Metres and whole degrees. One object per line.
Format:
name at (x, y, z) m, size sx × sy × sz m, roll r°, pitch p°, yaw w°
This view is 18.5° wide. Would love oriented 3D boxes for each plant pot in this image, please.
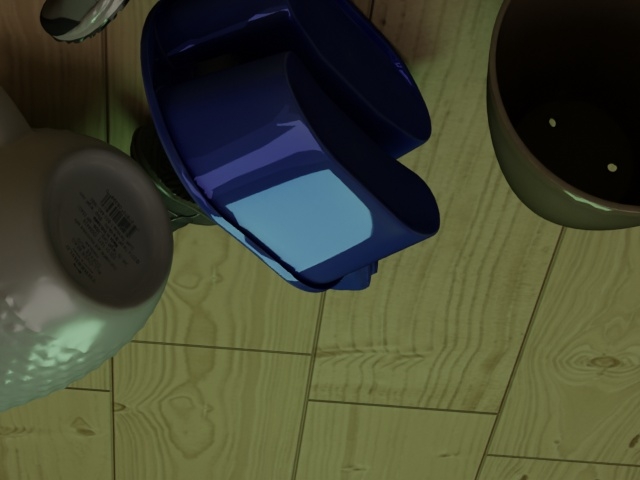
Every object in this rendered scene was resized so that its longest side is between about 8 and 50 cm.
plant pot at (0.259, -0.112, 1.804) m, size 0.256 × 0.256 × 0.274 m, roll 5°, pitch 165°, yaw -4°

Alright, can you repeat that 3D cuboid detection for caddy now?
caddy at (-0.035, -0.100, 1.817) m, size 0.179 × 0.241 × 0.341 m, roll -22°, pitch 140°, yaw 24°

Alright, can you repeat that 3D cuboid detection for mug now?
mug at (-0.336, -0.016, 1.952) m, size 0.328 × 0.276 × 0.374 m, roll -18°, pitch 104°, yaw 42°

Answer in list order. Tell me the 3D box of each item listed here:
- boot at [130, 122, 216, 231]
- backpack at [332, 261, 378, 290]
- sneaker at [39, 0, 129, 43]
boot at (-0.211, -0.043, 2.092) m, size 0.208 × 0.076 × 0.189 m, roll -9°, pitch 145°, yaw 31°
backpack at (0.000, 0.000, 2.105) m, size 0.120 × 0.101 × 0.098 m, roll 3°, pitch 142°, yaw 7°
sneaker at (-0.184, -0.273, 1.700) m, size 0.108 × 0.100 × 0.271 m, roll 29°, pitch 138°, yaw -14°
